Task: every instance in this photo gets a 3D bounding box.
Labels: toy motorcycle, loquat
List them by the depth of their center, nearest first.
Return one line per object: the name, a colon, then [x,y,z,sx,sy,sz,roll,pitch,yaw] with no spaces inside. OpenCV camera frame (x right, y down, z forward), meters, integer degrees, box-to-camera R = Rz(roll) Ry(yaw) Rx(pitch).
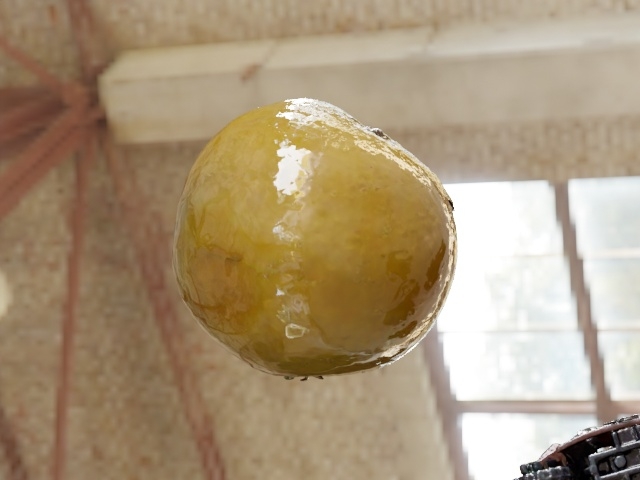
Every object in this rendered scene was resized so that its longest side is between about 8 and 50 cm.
toy motorcycle: [0.257,0.193,1.680,0.122,0.213,0.082,32,-139,-80]
loquat: [0.000,0.000,1.762,0.263,0.263,0.263,-2,-90,-66]
